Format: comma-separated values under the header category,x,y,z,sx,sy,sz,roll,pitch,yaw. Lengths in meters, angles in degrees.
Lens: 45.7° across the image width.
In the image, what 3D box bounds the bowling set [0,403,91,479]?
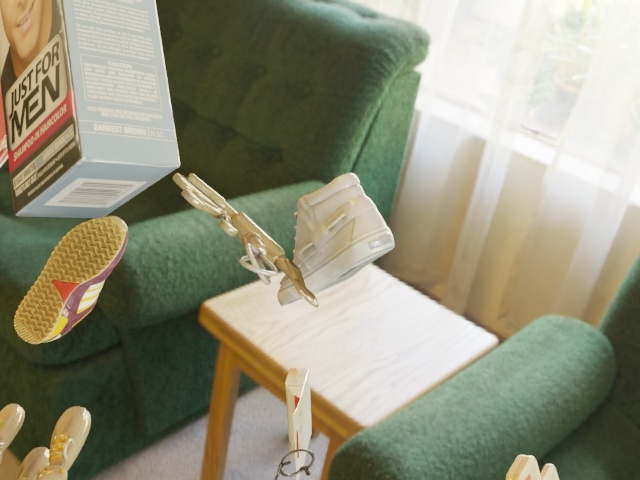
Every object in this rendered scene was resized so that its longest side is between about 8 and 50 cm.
category,x,y,z,sx,sy,sz,roll,pitch,yaw
bowling set,-0.491,0.340,1.115,0.200,0.287,0.154,30,25,-15

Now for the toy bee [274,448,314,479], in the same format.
category,x,y,z,sx,sy,sz,roll,pitch,yaw
toy bee,-0.121,0.464,1.127,0.195,0.298,0.162,11,36,-32

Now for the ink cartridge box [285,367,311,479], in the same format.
category,x,y,z,sx,sy,sz,roll,pitch,yaw
ink cartridge box,-0.049,0.339,1.402,0.045,0.145,0.179,1,17,10

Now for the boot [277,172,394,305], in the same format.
category,x,y,z,sx,sy,sz,roll,pitch,yaw
boot,0.000,0.000,1.075,0.095,0.258,0.123,-17,77,-39

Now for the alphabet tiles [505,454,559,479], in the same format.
category,x,y,z,sx,sy,sz,roll,pitch,yaw
alphabet tiles,0.266,0.417,0.923,0.021,0.284,0.278,-9,13,36

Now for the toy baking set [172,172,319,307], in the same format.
category,x,y,z,sx,sy,sz,roll,pitch,yaw
toy baking set,-0.092,0.003,0.935,0.256,0.030,0.197,42,5,11

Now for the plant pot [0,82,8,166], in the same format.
category,x,y,z,sx,sy,sz,roll,pitch,yaw
plant pot,-0.563,-0.215,1.123,0.243,0.275,0.275,36,24,-16

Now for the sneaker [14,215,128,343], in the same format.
category,x,y,z,sx,sy,sz,roll,pitch,yaw
sneaker,-0.297,0.045,0.936,0.069,0.185,0.084,42,3,6

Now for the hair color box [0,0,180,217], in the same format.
category,x,y,z,sx,sy,sz,roll,pitch,yaw
hair color box,-0.272,-0.230,0.837,0.113,0.374,0.185,1,-16,-42
